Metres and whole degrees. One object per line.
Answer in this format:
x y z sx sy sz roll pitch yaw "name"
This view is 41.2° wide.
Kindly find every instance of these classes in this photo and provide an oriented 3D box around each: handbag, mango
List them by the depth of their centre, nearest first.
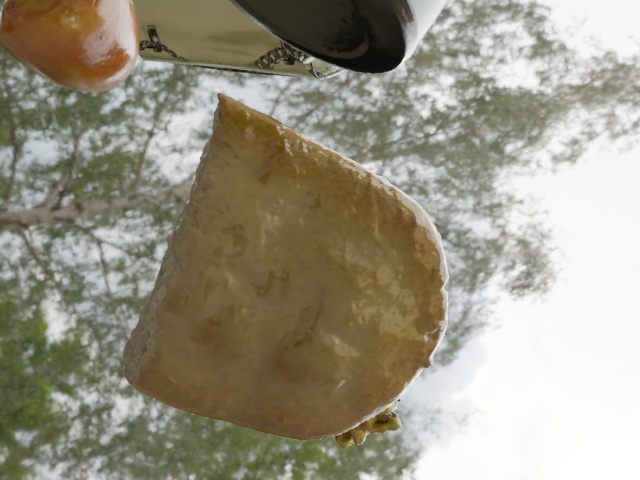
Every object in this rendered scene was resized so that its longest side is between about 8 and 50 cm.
-0.268 -0.228 0.905 0.252 0.153 0.126 132 -25 -78 "mango"
-0.111 -0.370 1.420 0.358 0.237 0.160 12 -52 27 "handbag"

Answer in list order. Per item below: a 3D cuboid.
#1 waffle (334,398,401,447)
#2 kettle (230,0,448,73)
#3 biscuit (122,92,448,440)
0.010 0.242 1.585 0.329 0.062 0.329 25 -48 31 "waffle"
0.083 -0.350 0.644 0.250 0.377 0.361 34 -10 -11 "kettle"
-0.038 0.088 1.180 0.430 0.446 0.104 -61 -166 10 "biscuit"
